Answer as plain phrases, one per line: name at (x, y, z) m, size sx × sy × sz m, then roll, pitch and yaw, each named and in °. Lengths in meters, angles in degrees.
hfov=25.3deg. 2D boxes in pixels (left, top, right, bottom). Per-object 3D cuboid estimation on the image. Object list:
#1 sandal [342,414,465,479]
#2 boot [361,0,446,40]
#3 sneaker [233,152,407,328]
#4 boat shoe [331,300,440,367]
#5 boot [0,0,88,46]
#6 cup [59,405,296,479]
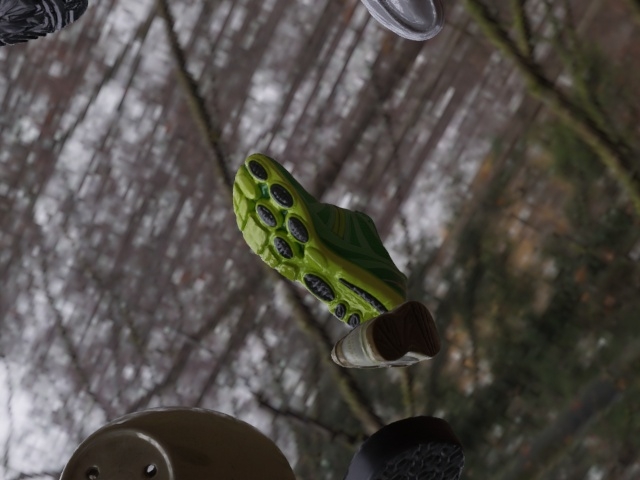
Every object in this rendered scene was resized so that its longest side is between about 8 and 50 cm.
sandal at (0.032, 0.361, 1.662) m, size 0.167 × 0.446 × 0.107 m, roll 7°, pitch -146°, yaw -34°
boot at (0.068, -0.334, 1.753) m, size 0.258 × 0.095 × 0.123 m, roll 46°, pitch -164°, yaw -22°
sneaker at (0.000, 0.000, 1.874) m, size 0.295 × 0.109 × 0.123 m, roll 46°, pitch -148°, yaw -11°
boat shoe at (0.062, 0.089, 1.271) m, size 0.153 × 0.048 × 0.056 m, roll -11°, pitch -98°, yaw -64°
boot at (-0.361, -0.290, 1.400) m, size 0.094 × 0.246 × 0.207 m, roll 57°, pitch -159°, yaw -69°
cup at (-0.217, 0.354, 1.869) m, size 0.331 × 0.331 × 0.237 m, roll 42°, pitch 176°, yaw 30°
